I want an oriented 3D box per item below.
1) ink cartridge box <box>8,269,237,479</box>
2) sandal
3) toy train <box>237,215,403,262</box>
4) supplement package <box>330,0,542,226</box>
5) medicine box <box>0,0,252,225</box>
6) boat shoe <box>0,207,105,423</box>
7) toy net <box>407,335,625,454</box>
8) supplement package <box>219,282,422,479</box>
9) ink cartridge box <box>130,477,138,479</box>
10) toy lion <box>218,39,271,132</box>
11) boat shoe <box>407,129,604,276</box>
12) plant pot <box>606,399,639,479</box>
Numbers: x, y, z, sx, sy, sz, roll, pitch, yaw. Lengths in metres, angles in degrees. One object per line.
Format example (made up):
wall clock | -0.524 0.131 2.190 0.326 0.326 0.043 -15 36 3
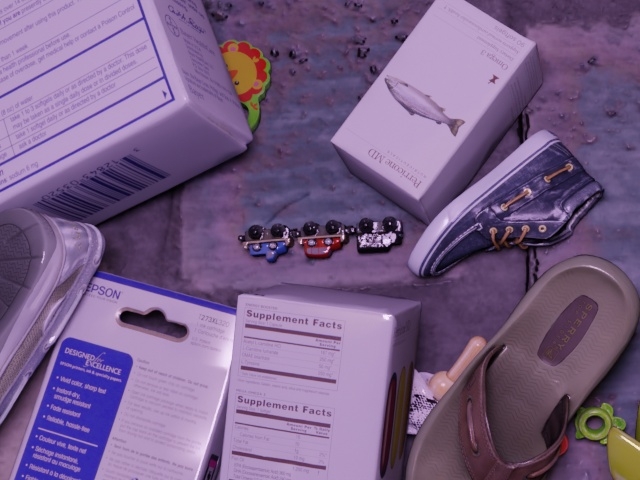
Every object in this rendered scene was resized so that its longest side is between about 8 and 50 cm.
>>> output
ink cartridge box | -0.192 0.223 1.380 0.175 0.069 0.371 14 81 16
sandal | 0.162 0.147 1.278 0.120 0.086 0.303 28 104 4
toy train | 0.000 0.000 1.422 0.158 0.027 0.036 -3 85 10
supplement package | 0.110 -0.119 1.390 0.105 0.105 0.179 35 84 18
medicine box | -0.246 -0.176 1.434 0.263 0.149 0.289 -26 70 16
boat shoe | -0.311 0.112 1.399 0.118 0.103 0.320 41 107 32
toy net | 0.148 0.139 1.348 0.232 0.045 0.122 -11 99 11
supplement package | -0.002 0.167 1.282 0.133 0.139 0.244 7 95 13
ink cartridge box | -0.092 0.332 1.227 0.065 0.186 0.311 -35 91 -40
toy lion | -0.089 -0.145 1.480 0.096 0.034 0.100 -25 71 -4
boat shoe | 0.169 -0.015 1.369 0.183 0.065 0.083 -42 70 -3
plant pot | 0.357 0.150 1.207 0.227 0.228 0.207 33 91 18
